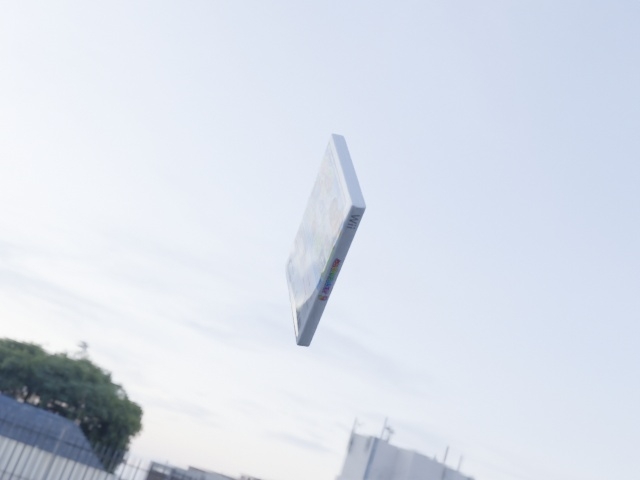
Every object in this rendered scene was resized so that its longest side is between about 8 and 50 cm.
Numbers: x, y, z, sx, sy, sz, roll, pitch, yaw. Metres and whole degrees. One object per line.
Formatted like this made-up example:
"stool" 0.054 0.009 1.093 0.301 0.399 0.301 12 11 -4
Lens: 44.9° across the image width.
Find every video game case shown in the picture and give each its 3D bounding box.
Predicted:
"video game case" 0.000 0.000 0.530 0.011 0.087 0.122 9 -54 -16
